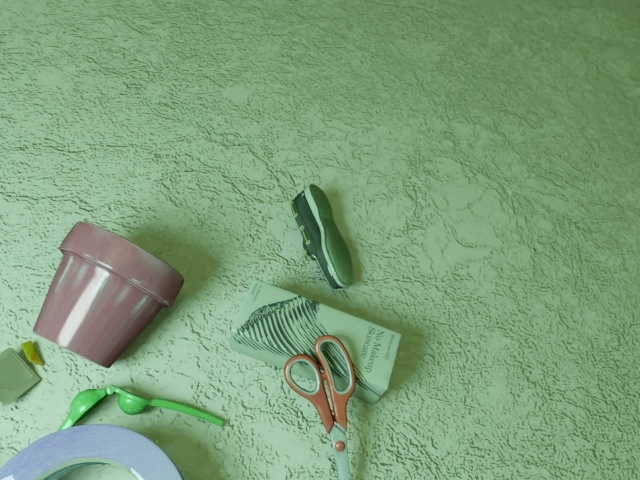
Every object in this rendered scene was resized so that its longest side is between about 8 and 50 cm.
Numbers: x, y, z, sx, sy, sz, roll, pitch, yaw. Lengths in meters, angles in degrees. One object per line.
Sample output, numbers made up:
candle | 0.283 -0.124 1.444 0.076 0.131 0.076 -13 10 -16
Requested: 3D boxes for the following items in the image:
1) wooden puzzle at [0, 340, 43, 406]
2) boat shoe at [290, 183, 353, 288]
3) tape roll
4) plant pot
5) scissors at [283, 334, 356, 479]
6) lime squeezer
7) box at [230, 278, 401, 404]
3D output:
wooden puzzle | -0.485 0.211 0.831 0.079 0.014 0.116 51 35 2
boat shoe | 0.000 0.000 1.059 0.081 0.068 0.228 17 48 -51
tape roll | -0.308 0.389 0.703 0.274 0.090 0.275 5 64 -10
plant pot | -0.351 0.095 0.860 0.201 0.201 0.180 25 71 6
scissors | 0.036 0.297 0.830 0.108 0.021 0.297 -22 81 -6
lime squeezer | -0.312 0.273 0.822 0.310 0.059 0.110 -11 60 -19
box | -0.010 0.174 0.923 0.274 0.094 0.113 19 57 2
